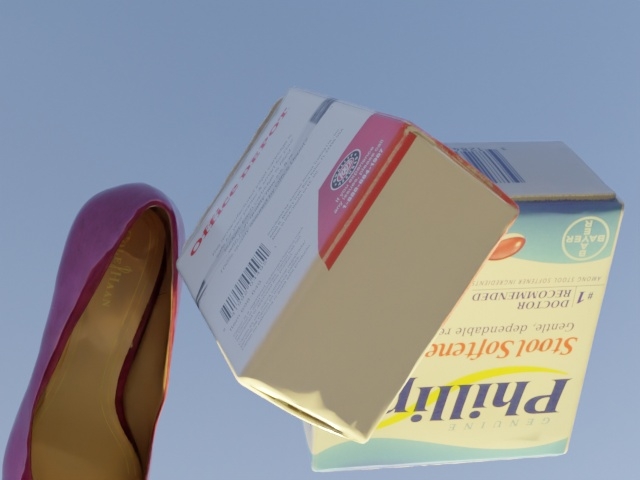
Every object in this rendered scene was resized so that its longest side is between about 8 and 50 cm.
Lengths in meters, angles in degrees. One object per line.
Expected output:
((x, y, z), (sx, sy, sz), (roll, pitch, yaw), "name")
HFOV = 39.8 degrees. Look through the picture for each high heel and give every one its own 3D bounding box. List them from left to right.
((-0.179, 0.142, 0.706), (0.127, 0.181, 0.377), (2, -93, -24), "high heel")

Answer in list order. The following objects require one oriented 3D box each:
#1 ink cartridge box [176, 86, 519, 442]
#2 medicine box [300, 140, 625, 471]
((0.000, 0.000, 0.547), (0.092, 0.218, 0.158), (32, -87, -24), "ink cartridge box")
((0.115, 0.061, 0.852), (0.263, 0.149, 0.289), (-2, -62, -9), "medicine box")
